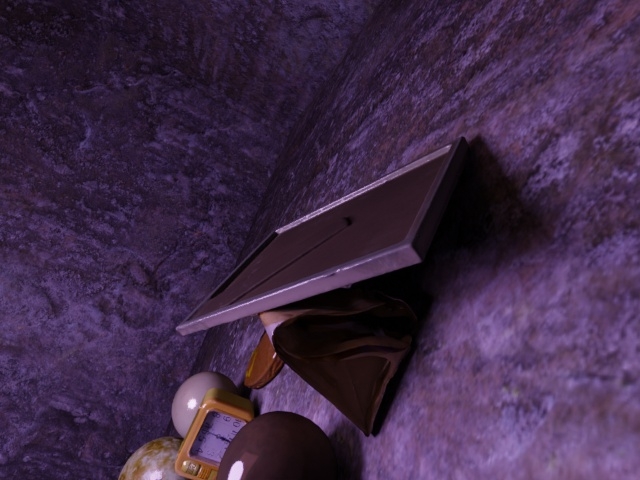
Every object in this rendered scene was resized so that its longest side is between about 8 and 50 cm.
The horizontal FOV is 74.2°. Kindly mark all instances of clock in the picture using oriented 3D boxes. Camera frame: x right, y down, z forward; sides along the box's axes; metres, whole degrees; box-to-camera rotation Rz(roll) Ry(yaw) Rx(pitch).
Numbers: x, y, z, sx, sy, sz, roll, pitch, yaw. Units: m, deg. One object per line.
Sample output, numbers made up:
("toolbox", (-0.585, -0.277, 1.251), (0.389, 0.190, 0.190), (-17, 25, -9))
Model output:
("clock", (-0.260, 0.489, 1.057), (0.096, 0.143, 0.202), (-152, 87, -82))

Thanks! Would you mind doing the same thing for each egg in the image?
("egg", (-0.421, 0.661, 1.153), (0.289, 0.238, 0.238), (-43, 26, 38))
("egg", (-0.327, 0.480, 1.209), (0.254, 0.188, 0.189), (119, 166, -45))

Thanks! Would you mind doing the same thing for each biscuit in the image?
("biscuit", (-0.138, 0.261, 1.172), (0.262, 0.052, 0.277), (-45, 25, 50))

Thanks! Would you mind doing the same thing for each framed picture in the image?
("framed picture", (0.000, 0.000, 0.665), (0.446, 0.028, 0.326), (-23, 18, 38))

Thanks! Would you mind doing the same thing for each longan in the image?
("longan", (-0.062, 0.340, 0.601), (0.189, 0.189, 0.189), (-57, 18, 29))

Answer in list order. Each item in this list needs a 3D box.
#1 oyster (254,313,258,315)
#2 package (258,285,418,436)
("oyster", (-0.231, 0.231, 1.508), (0.038, 0.080, 0.083), (39, 140, 52))
("package", (0.010, 0.124, 0.693), (0.165, 0.221, 0.311), (-46, 14, -8))
